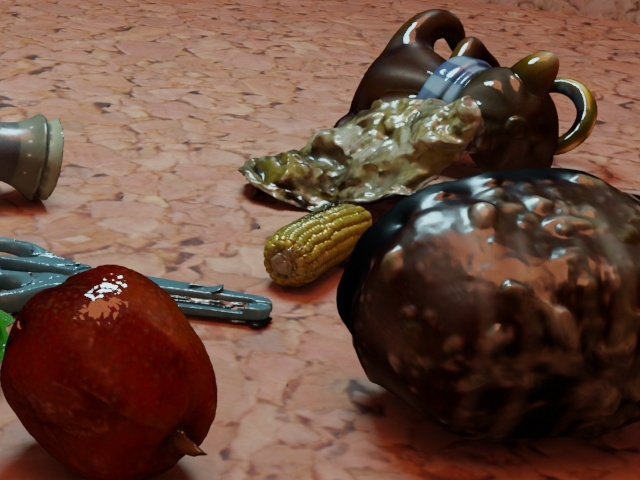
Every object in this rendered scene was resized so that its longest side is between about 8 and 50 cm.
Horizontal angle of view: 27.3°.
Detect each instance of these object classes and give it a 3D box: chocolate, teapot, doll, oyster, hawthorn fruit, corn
[{"bbox_3d":[0.203,0.075,1.217,0.340,0.225,0.210,-4,31,-17],"label":"chocolate"},{"bbox_3d":[-0.448,-0.118,1.601,0.251,0.183,0.183,9,18,-29],"label":"teapot"},{"bbox_3d":[0.212,-0.198,1.976,0.318,0.209,0.340,-41,41,-20],"label":"doll"},{"bbox_3d":[0.073,-0.118,1.744,0.351,0.114,0.238,-12,17,40],"label":"oyster"},{"bbox_3d":[-0.178,0.115,1.088,0.173,0.179,0.173,-21,-9,-3],"label":"hawthorn fruit"},{"bbox_3d":[0.000,0.000,1.545,0.072,0.072,0.203,16,23,24],"label":"corn"}]

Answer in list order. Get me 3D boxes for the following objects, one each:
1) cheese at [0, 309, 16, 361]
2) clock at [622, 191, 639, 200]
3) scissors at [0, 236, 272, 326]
[{"bbox_3d":[-0.412,0.094,1.164,0.204,0.083,0.320,22,24,31],"label":"cheese"},{"bbox_3d":[0.300,0.008,1.586,0.228,0.090,0.248,7,23,3],"label":"clock"},{"bbox_3d":[-0.244,0.048,1.399,0.393,0.032,0.180,8,22,3],"label":"scissors"}]
